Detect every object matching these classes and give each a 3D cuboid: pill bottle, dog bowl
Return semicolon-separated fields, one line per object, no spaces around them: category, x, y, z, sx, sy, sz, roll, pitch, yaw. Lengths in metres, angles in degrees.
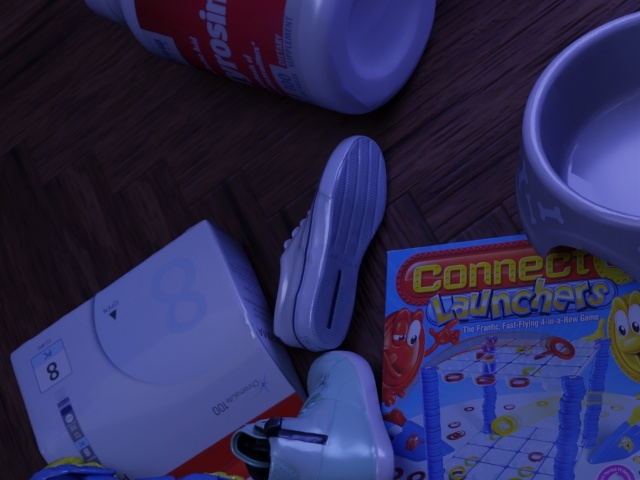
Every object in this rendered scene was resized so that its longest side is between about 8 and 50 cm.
pill bottle;-0.087;-0.302;1.910;0.408;0.229;0.229;20;82;34
dog bowl;0.356;-0.095;1.585;0.349;0.102;0.348;-9;48;11

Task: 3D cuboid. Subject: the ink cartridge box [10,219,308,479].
ink cartridge box;-0.169;0.214;1.843;0.308;0.091;0.385;-33;57;15

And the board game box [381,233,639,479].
board game box;0.215;0.147;1.651;0.308;0.086;0.301;-8;68;27

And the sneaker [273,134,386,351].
sneaker;0.000;0.000;1.828;0.091;0.094;0.258;-3;63;44

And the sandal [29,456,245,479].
sandal;-0.201;0.304;1.750;0.317;0.138;0.126;1;83;20

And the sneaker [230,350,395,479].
sneaker;-0.020;0.181;1.684;0.256;0.151;0.094;-114;33;-65
